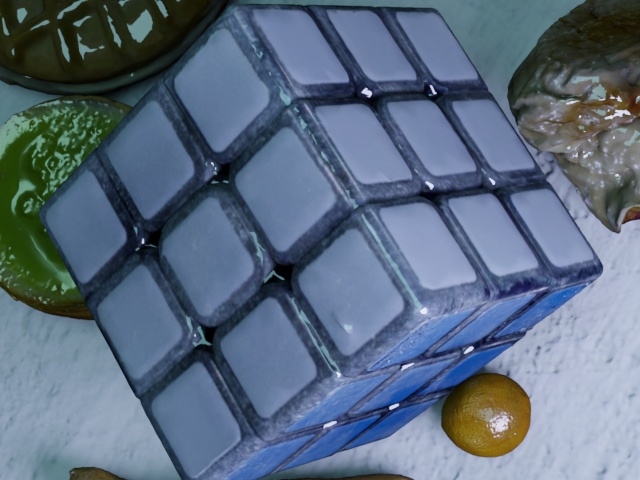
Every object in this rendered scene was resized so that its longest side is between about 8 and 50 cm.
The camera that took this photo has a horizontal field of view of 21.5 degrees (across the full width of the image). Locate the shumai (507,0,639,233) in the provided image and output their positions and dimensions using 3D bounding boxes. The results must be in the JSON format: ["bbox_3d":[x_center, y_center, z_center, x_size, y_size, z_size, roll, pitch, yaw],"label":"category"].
[{"bbox_3d":[0.265,-0.110,1.539,0.184,0.218,0.185,0,118,9],"label":"shumai"}]

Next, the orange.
[{"bbox_3d":[0.152,0.159,1.541,0.085,0.085,0.085,-3,79,14],"label":"orange"}]

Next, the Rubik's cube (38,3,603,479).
[{"bbox_3d":[0.000,0.000,1.443,0.305,0.301,0.304,-43,70,31],"label":"Rubik's cube"}]

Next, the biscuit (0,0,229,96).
[{"bbox_3d":[-0.200,-0.319,1.699,0.268,0.115,0.366,15,85,16],"label":"biscuit"}]

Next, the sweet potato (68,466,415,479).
[{"bbox_3d":[-0.077,0.269,1.571,0.341,0.092,0.114,-2,63,14],"label":"sweet potato"}]

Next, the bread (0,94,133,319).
[{"bbox_3d":[-0.237,-0.032,1.679,0.236,0.070,0.236,-3,78,13],"label":"bread"}]
